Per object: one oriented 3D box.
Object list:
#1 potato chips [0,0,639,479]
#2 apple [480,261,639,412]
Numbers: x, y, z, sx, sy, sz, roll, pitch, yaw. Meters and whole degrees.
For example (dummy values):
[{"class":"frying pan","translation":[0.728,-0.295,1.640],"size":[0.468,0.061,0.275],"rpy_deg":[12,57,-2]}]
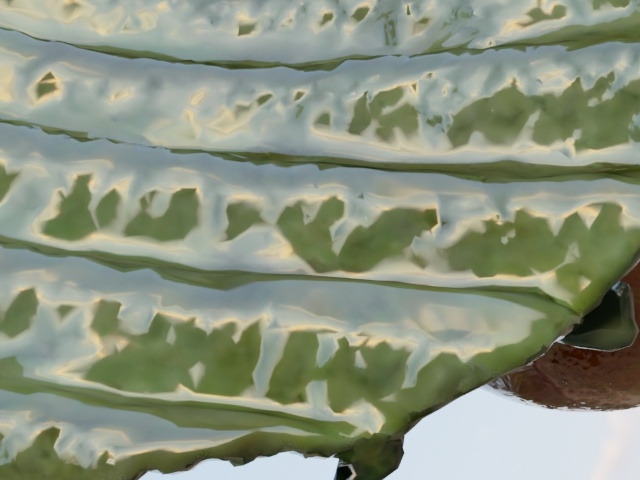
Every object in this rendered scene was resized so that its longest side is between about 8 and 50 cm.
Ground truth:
[{"class":"potato chips","translation":[-0.047,-0.076,0.625],"size":[0.389,0.373,0.097],"rpy_deg":[-11,-49,-4]},{"class":"apple","translation":[0.125,0.001,0.942],"size":[0.195,0.173,0.160],"rpy_deg":[100,-170,-61]}]
